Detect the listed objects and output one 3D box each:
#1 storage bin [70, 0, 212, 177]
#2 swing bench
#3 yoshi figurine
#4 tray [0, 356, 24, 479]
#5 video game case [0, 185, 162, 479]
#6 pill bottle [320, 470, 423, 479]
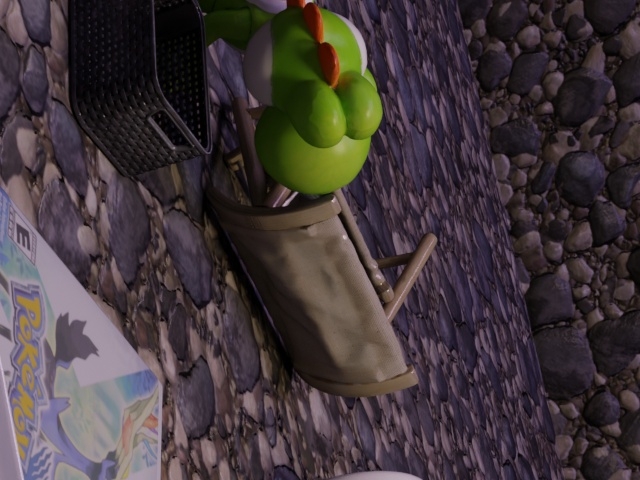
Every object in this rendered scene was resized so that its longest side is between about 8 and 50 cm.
[{"bbox_3d":[-0.163,-0.163,1.603,0.122,0.084,0.180,54,25,-53],"label":"storage bin"},{"bbox_3d":[0.000,0.000,1.898,0.255,0.165,0.253,-77,149,-51],"label":"swing bench"},{"bbox_3d":[-0.046,-0.178,1.751,0.203,0.203,0.362,42,14,-45],"label":"yoshi figurine"},{"bbox_3d":[-0.229,0.186,1.028,0.145,0.030,0.270,-2,76,-46],"label":"tray"},{"bbox_3d":[-0.189,0.164,1.264,0.300,0.036,0.329,58,22,-48],"label":"video game case"},{"bbox_3d":[0.052,0.374,1.718,0.152,0.152,0.272,47,30,-60],"label":"pill bottle"}]
